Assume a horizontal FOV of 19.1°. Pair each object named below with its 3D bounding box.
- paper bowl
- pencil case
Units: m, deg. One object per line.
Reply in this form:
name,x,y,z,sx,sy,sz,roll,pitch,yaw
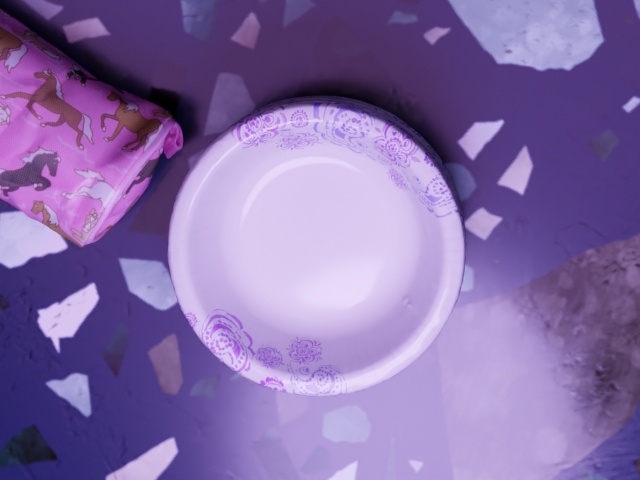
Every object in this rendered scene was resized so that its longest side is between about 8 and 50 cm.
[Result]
paper bowl,0.000,0.000,1.849,0.284,0.148,0.284,1,99,3
pencil case,-0.328,-0.151,1.843,0.386,0.160,0.167,35,104,-1
